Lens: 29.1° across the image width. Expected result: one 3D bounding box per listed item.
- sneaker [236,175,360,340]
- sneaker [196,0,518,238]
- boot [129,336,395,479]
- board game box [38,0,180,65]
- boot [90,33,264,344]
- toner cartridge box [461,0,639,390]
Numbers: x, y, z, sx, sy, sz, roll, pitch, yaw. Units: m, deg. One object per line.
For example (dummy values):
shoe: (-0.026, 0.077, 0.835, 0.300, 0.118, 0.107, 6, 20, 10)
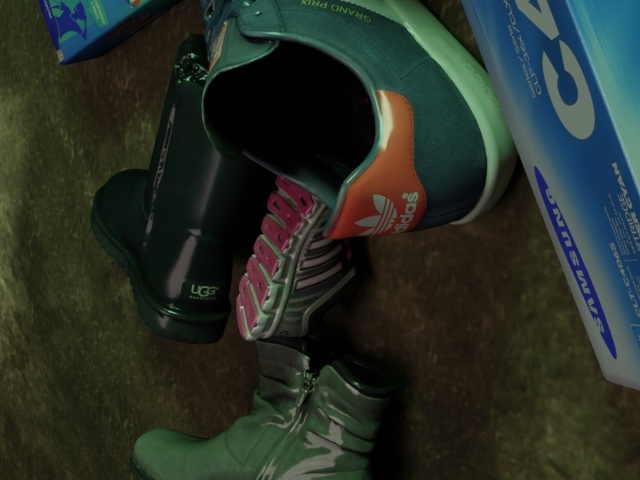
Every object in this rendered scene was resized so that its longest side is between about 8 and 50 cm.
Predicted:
sneaker: (0.000, 0.000, 0.885, 0.063, 0.075, 0.170, 50, 122, 55)
sneaker: (-0.035, -0.134, 0.780, 0.350, 0.148, 0.131, 47, 140, 30)
boot: (-0.045, 0.141, 0.969, 0.247, 0.083, 0.161, 13, 102, 37)
board game box: (-0.182, -0.250, 1.014, 0.210, 0.047, 0.160, -17, 93, 55)
boot: (-0.102, -0.064, 0.967, 0.246, 0.094, 0.207, -126, 49, -57)
toner cartridge box: (0.128, -0.101, 0.577, 0.165, 0.075, 0.347, 143, 106, -87)
